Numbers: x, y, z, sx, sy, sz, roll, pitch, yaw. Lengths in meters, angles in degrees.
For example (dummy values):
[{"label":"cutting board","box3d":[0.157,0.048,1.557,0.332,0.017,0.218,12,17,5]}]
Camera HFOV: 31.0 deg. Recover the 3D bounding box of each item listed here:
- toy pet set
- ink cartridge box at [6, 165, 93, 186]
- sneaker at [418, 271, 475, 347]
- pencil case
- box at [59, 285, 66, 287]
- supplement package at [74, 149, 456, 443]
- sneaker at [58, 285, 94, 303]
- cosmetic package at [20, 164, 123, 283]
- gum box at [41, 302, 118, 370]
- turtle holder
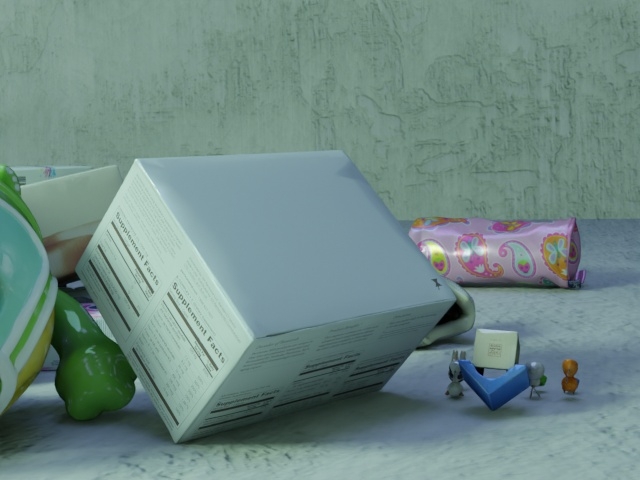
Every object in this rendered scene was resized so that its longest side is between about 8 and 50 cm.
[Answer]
[{"label":"toy pet set","box3d":[0.174,0.135,1.069,0.122,0.065,0.114,3,-29,16]},{"label":"ink cartridge box","box3d":[-0.427,-0.042,1.646,0.176,0.128,0.127,-4,6,-41]},{"label":"sneaker","box3d":[0.079,0.076,1.367,0.252,0.103,0.111,-5,5,-28]},{"label":"pencil case","box3d":[0.283,0.021,1.873,0.284,0.124,0.124,1,6,19]},{"label":"box","box3d":[-0.464,0.071,1.616,0.158,0.093,0.156,2,6,42]},{"label":"supplement package","box3d":[-0.048,0.039,1.055,0.262,0.145,0.204,-6,52,-46]},{"label":"sneaker","box3d":[-0.251,0.092,1.476,0.229,0.086,0.132,-15,15,-22]},{"label":"cosmetic package","box3d":[-0.393,0.008,1.468,0.296,0.129,0.153,-18,-2,-42]},{"label":"gum box","box3d":[-0.243,0.107,1.335,0.188,0.062,0.107,-2,5,-4]},{"label":"turtle holder","box3d":[-0.333,0.075,0.992,0.243,0.320,0.227,-32,44,-3]}]
